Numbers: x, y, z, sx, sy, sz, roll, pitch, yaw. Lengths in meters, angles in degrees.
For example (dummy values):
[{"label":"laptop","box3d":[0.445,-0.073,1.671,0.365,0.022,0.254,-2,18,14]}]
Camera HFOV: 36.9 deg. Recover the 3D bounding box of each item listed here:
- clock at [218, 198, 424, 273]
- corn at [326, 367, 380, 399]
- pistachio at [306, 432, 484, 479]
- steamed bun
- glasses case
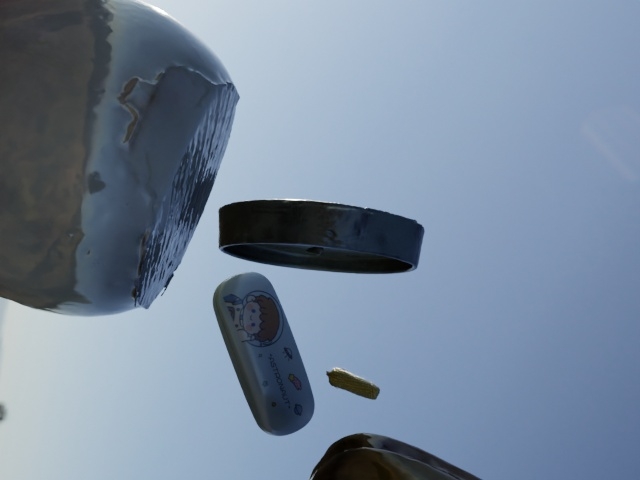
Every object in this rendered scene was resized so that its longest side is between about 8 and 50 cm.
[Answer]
[{"label":"clock","box3d":[0.000,0.000,1.272,0.280,0.280,0.056,159,-62,-72]},{"label":"corn","box3d":[0.045,0.205,1.375,0.028,0.083,0.027,-43,150,-59]},{"label":"pistachio","box3d":[0.082,0.298,0.856,0.163,0.260,0.213,-65,179,-74]},{"label":"steamed bun","box3d":[-0.243,-0.092,0.854,0.309,0.309,0.310,-171,-90,-74]},{"label":"glasses case","box3d":[-0.060,0.121,1.024,0.045,0.067,0.179,-21,-90,59]}]
